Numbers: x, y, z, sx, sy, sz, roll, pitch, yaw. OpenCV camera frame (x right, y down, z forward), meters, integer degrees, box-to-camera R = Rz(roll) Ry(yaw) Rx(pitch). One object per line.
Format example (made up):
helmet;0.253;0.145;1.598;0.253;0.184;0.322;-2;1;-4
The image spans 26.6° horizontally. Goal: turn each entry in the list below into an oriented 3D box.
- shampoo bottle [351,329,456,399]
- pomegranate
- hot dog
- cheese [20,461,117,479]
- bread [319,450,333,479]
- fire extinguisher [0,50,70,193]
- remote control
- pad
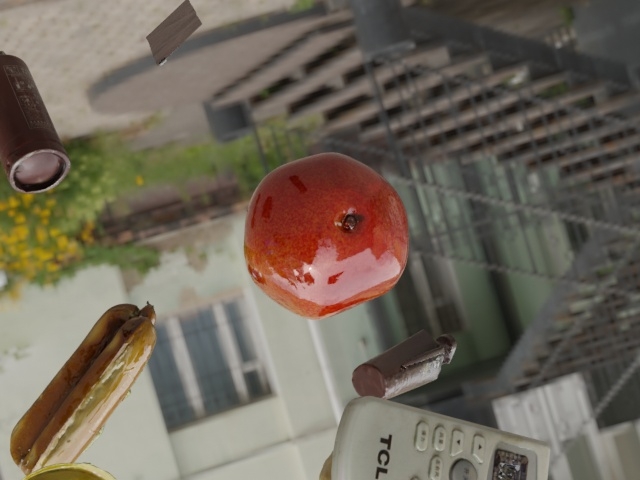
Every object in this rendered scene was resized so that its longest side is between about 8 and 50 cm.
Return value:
shampoo bottle;0.134;0.184;2.011;0.236;0.067;0.068;-19;144;-53
pomegranate;0.000;0.000;1.781;0.220;0.221;0.257;-16;161;-21
hot dog;-0.366;0.242;2.170;0.337;0.100;0.135;-53;-144;-2
cheese;-0.282;0.333;1.665;0.250;0.157;0.064;12;-149;-26
bread;0.110;0.395;2.053;0.134;0.244;0.244;-40;176;8
fire extinguisher;-0.458;-0.193;2.021;0.104;0.269;0.105;-21;146;-15
remote control;0.094;0.177;1.026;0.190;0.088;0.029;19;160;-27
pad;-0.272;-0.388;2.513;0.113;0.006;0.188;-43;-152;7
